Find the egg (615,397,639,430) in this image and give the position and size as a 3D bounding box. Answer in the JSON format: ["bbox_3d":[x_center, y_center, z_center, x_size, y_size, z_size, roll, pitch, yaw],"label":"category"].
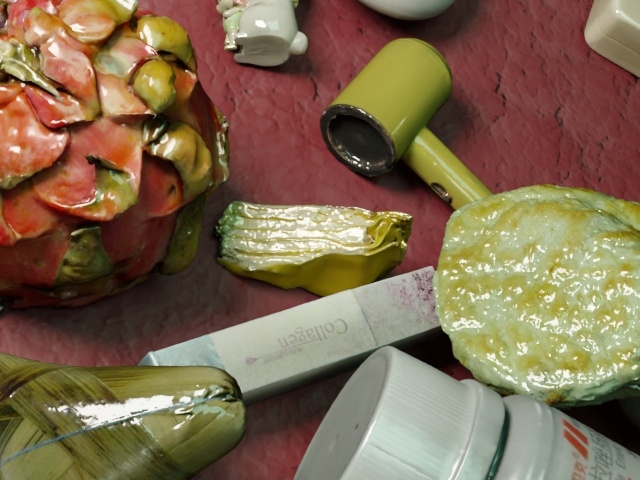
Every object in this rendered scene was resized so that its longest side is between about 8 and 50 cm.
[{"bbox_3d":[0.385,0.104,1.792,0.169,0.169,0.236,42,63,-1],"label":"egg"}]

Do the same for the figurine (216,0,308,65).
[{"bbox_3d":[-0.062,-0.259,1.816,0.098,0.081,0.146,9,63,-20],"label":"figurine"}]

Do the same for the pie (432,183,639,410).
[{"bbox_3d":[0.237,0.050,1.697,0.257,0.105,0.274,-13,47,-6],"label":"pie"}]

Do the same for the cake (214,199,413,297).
[{"bbox_3d":[-0.001,0.004,1.702,0.185,0.116,0.079,23,60,-18],"label":"cake"}]

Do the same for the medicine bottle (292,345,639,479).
[{"bbox_3d":[0.142,0.251,1.563,0.306,0.245,0.245,29,57,-8],"label":"medicine bottle"}]

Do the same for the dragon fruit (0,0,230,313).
[{"bbox_3d":[-0.205,-0.098,1.563,0.296,0.263,0.314,6,63,-23],"label":"dragon fruit"}]

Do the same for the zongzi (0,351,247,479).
[{"bbox_3d":[-0.199,0.124,1.516,0.221,0.112,0.242,-32,75,-2],"label":"zongzi"}]

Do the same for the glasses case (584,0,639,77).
[{"bbox_3d":[0.472,-0.213,2.044,0.336,0.076,0.144,29,58,-9],"label":"glasses case"}]

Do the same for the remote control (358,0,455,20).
[{"bbox_3d":[0.047,-0.383,1.907,0.221,0.103,0.332,-5,65,-47],"label":"remote control"}]

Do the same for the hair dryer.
[{"bbox_3d":[0.137,-0.074,1.827,0.279,0.090,0.135,45,54,-6],"label":"hair dryer"}]

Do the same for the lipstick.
[{"bbox_3d":[-0.021,0.101,1.668,0.317,0.068,0.066,-16,73,-31],"label":"lipstick"}]
